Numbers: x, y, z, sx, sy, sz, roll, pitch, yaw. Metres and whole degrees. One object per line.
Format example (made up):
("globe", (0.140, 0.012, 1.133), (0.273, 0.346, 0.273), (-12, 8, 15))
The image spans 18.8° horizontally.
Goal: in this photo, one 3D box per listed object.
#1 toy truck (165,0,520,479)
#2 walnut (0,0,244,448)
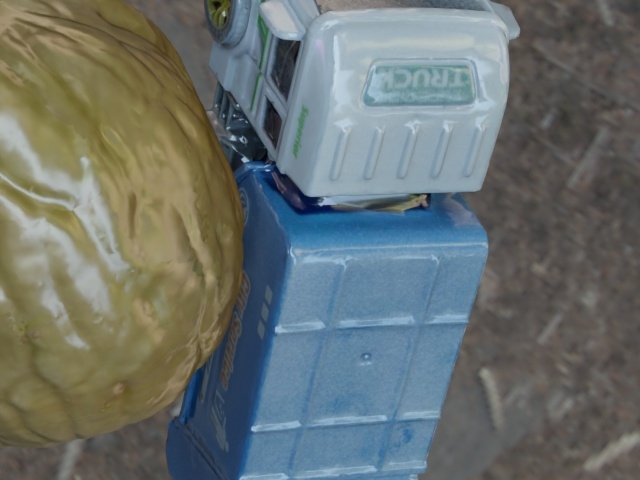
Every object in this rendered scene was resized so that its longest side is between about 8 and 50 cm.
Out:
("toy truck", (0.000, 0.000, 1.090), (0.146, 0.175, 0.367), (-4, 126, -23))
("walnut", (-0.139, -0.017, 0.883), (0.228, 0.228, 0.228), (-13, 119, -25))
